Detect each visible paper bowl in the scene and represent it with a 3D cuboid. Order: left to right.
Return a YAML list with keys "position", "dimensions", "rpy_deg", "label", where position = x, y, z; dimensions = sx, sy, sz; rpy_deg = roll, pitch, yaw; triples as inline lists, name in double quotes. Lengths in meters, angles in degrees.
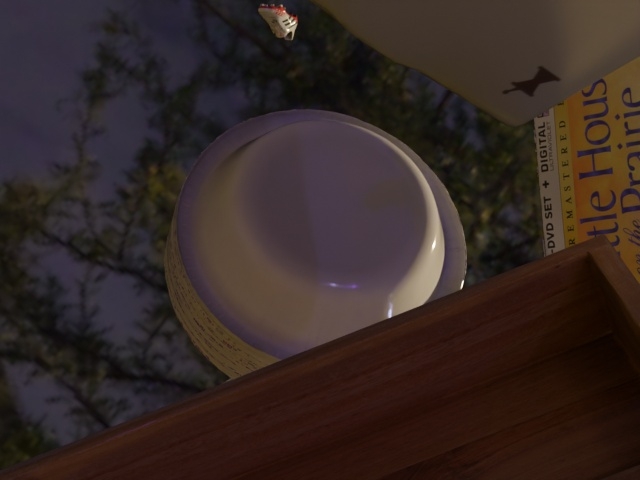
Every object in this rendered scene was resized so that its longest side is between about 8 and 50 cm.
- position: [0.000, 0.000, 1.193]
  dimensions: [0.284, 0.284, 0.148]
  rpy_deg: [33, -31, 6]
  label: "paper bowl"

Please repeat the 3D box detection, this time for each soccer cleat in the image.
- position: [-0.053, -0.273, 1.571]
  dimensions: [0.029, 0.035, 0.083]
  rpy_deg: [6, -2, 24]
  label: "soccer cleat"

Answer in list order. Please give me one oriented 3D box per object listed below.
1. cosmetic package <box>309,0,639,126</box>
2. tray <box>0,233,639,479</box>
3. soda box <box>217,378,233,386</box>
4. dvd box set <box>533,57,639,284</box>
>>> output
- position: [0.050, -0.311, 0.653]
  dimensions: [0.161, 0.453, 0.230]
  rpy_deg: [-30, -35, 32]
  label: "cosmetic package"
- position: [-0.008, 0.145, 0.646]
  dimensions: [0.203, 0.411, 0.076]
  rpy_deg: [-103, 171, -63]
  label: "tray"
- position: [-0.124, 0.229, 1.244]
  dimensions: [0.098, 0.286, 0.091]
  rpy_deg: [56, -5, 30]
  label: "soda box"
- position: [0.375, -0.077, 1.033]
  dimensions: [0.420, 0.307, 0.062]
  rpy_deg: [-8, -8, 39]
  label: "dvd box set"
